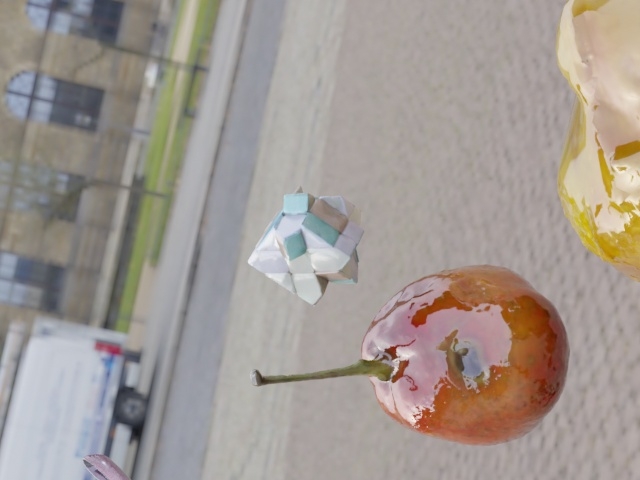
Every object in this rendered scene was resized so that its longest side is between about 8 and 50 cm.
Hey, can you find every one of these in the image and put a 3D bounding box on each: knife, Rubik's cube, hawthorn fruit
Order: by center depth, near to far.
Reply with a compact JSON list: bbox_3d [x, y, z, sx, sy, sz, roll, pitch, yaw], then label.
[{"bbox_3d":[-0.001,-0.002,1.069,0.073,0.084,0.075,-54,23,38],"label":"Rubik's cube"},{"bbox_3d":[0.066,0.106,1.160,0.165,0.285,0.165,171,90,-67],"label":"hawthorn fruit"},{"bbox_3d":[-0.239,0.370,1.851,0.278,0.053,0.123,50,157,47],"label":"knife"}]

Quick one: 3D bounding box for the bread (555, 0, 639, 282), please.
[{"bbox_3d":[0.354,-0.110,1.031,0.250,0.394,0.361,63,-167,16],"label":"bread"}]
